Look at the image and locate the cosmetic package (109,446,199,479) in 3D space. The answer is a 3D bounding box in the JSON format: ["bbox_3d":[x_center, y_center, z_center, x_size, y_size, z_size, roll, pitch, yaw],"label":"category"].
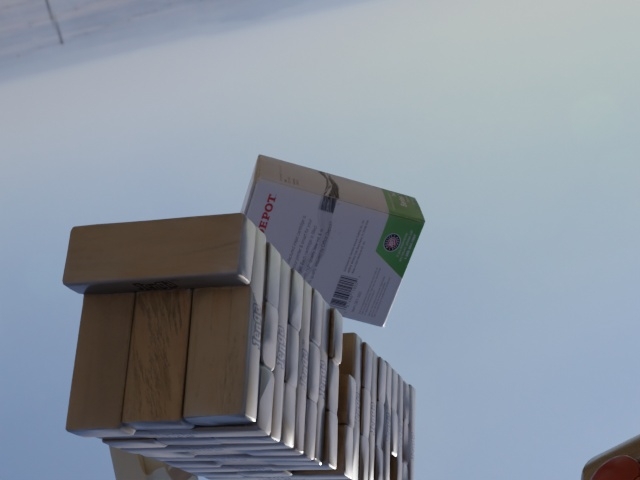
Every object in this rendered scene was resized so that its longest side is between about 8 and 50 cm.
[{"bbox_3d":[-0.144,0.166,0.826,0.041,0.115,0.060,-14,179,37],"label":"cosmetic package"}]

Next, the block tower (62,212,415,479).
[{"bbox_3d":[-0.025,0.093,0.566,0.090,0.097,0.335,-5,156,18],"label":"block tower"}]

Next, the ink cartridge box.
[{"bbox_3d":[0.000,0.000,1.249,0.219,0.160,0.093,16,-157,-11],"label":"ink cartridge box"}]

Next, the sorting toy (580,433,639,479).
[{"bbox_3d":[0.244,0.165,0.585,0.307,0.041,0.229,-47,-168,47],"label":"sorting toy"}]
